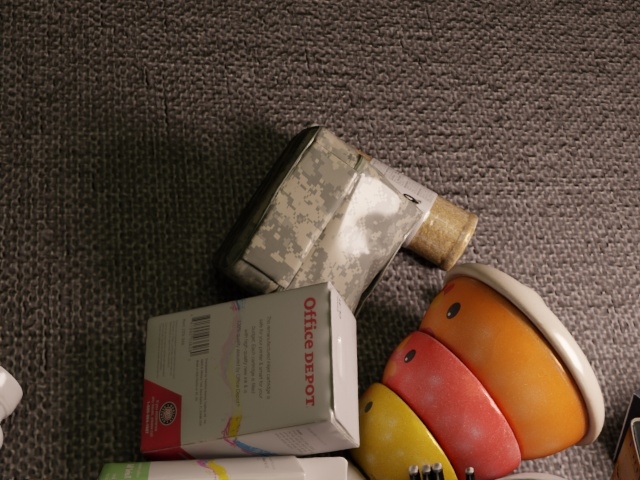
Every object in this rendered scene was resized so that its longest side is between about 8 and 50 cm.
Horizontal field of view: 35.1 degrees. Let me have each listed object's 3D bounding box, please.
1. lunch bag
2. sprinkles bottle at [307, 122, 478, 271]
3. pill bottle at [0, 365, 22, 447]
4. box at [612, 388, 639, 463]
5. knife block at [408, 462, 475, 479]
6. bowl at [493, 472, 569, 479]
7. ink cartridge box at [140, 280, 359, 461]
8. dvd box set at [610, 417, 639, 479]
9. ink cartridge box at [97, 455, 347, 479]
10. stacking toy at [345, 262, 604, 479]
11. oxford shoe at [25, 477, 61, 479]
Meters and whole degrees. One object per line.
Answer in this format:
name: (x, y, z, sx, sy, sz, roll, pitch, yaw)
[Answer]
lunch bag: (0.000, 0.000, 1.673, 0.256, 0.212, 0.305, 34, 83, -11)
sprinkles bottle: (0.109, -0.079, 1.846, 0.355, 0.121, 0.121, 30, 56, 1)
pill bottle: (-0.542, 0.295, 1.393, 0.162, 0.162, 0.278, 28, 56, 0)
box: (0.731, 0.355, 1.675, 0.312, 0.179, 0.343, -20, 42, -28)
knife block: (0.173, 0.469, 1.451, 0.242, 0.276, 0.088, 37, 14, 4)
bowl: (0.333, 0.470, 1.532, 0.298, 0.298, 0.134, 39, 22, 8)
ink cartridge box: (-0.104, 0.211, 1.515, 0.306, 0.131, 0.226, -11, 57, 16)
dvd box set: (0.473, 0.438, 1.388, 0.062, 0.420, 0.308, -11, 64, 7)
ink cartridge box: (-0.126, 0.414, 1.402, 0.353, 0.119, 0.207, -2, 89, -8)
stacking toy: (0.164, 0.293, 1.570, 0.479, 0.351, 0.351, -36, 75, -16)
oxford shoe: (-0.419, 0.489, 1.366, 0.130, 0.123, 0.348, 10, 55, 20)
